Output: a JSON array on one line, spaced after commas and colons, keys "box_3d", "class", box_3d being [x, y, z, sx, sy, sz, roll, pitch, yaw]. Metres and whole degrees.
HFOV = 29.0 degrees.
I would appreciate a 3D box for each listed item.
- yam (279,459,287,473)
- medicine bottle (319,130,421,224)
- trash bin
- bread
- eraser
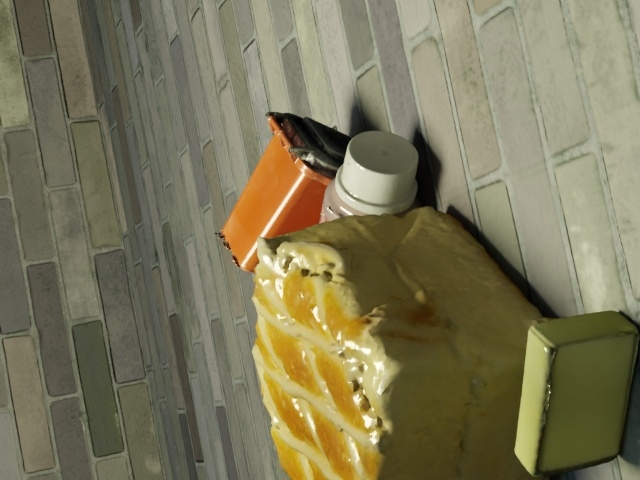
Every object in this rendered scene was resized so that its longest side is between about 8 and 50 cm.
[{"box_3d": [0.008, 0.425, 2.210, 0.356, 0.081, 0.081, -172, 74, -68], "class": "yam"}, {"box_3d": [0.070, -0.030, 1.771, 0.147, 0.147, 0.247, -119, 29, -41], "class": "medicine bottle"}, {"box_3d": [-0.047, -0.062, 1.896, 0.239, 0.184, 0.161, -53, 40, 18], "class": "trash bin"}, {"box_3d": [0.104, 0.193, 1.598, 0.390, 0.279, 0.371, -128, 33, -48], "class": "bread"}, {"box_3d": [0.276, 0.167, 1.350, 0.058, 0.117, 0.172, -133, 39, -55], "class": "eraser"}]
